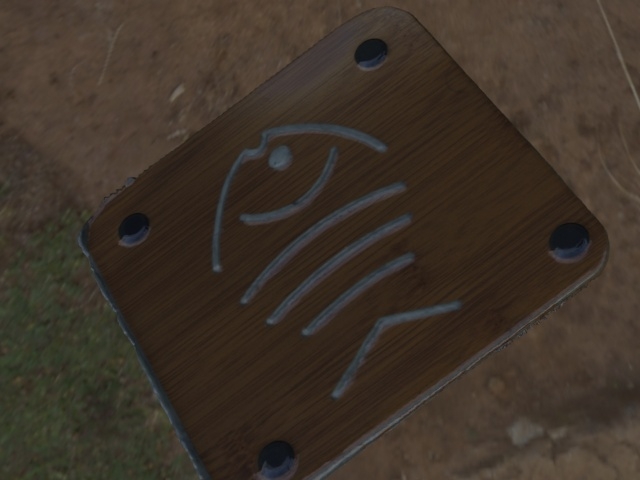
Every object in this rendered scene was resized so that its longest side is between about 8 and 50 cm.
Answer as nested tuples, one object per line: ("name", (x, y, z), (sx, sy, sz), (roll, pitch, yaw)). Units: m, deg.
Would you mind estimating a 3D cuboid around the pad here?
("pad", (0.000, 0.000, 0.878), (0.286, 0.284, 0.018), (-36, 142, 2))
